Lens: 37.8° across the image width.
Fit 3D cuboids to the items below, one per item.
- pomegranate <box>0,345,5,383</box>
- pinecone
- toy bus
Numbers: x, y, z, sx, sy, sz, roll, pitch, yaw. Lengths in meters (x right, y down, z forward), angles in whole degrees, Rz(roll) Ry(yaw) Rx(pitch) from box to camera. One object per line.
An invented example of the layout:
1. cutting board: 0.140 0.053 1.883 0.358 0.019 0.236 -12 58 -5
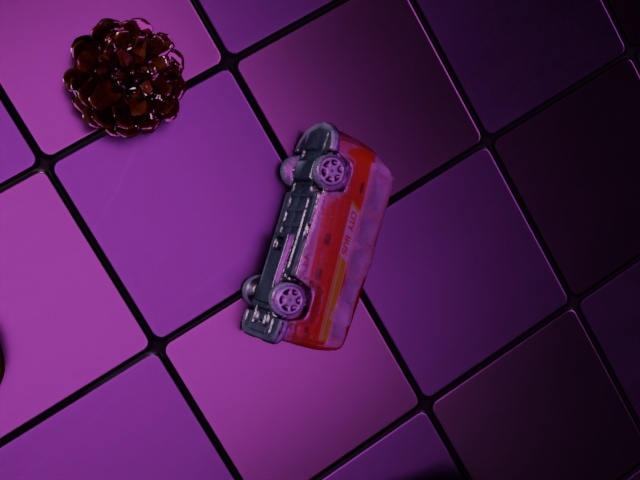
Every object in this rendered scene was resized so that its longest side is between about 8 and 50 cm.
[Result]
1. pomegranate: -0.404 0.149 0.991 0.143 0.122 0.169 -22 94 -43
2. pinecone: -0.214 -0.186 1.044 0.140 0.121 0.140 2 84 -22
3. toy bus: 0.000 0.000 1.111 0.120 0.121 0.265 19 85 -24
